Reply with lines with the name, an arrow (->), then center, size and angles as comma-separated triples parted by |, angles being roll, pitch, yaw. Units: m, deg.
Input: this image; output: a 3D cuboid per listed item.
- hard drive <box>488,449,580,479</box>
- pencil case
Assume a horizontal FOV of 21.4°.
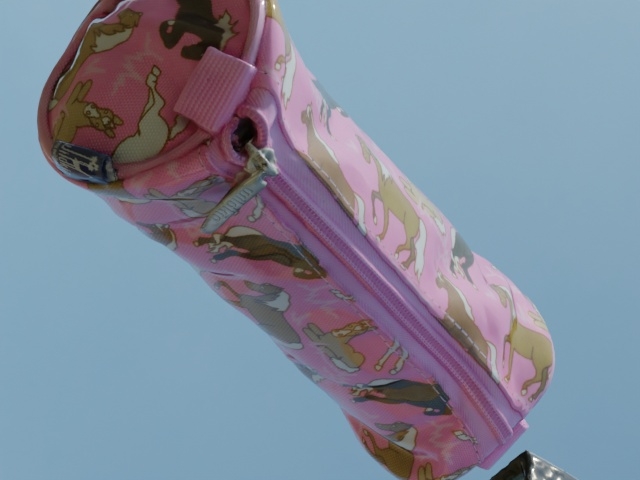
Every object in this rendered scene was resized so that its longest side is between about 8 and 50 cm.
hard drive -> 0.041, 0.286, 0.763 | 0.237, 0.064, 0.339 | -46, -158, 33
pencil case -> 0.000, 0.000, 1.017 | 0.160, 0.386, 0.167 | -15, -130, 27
